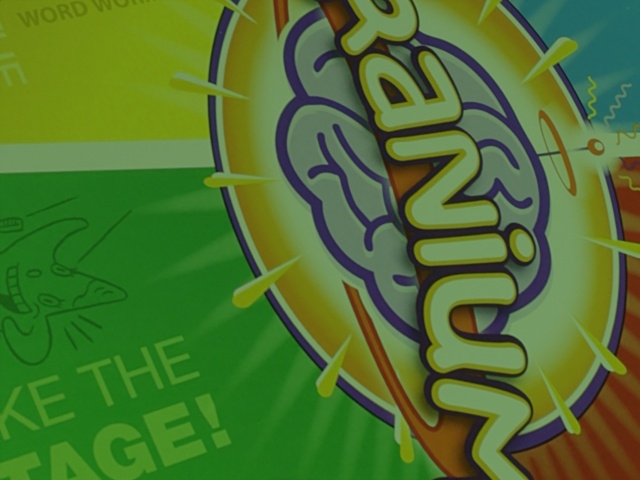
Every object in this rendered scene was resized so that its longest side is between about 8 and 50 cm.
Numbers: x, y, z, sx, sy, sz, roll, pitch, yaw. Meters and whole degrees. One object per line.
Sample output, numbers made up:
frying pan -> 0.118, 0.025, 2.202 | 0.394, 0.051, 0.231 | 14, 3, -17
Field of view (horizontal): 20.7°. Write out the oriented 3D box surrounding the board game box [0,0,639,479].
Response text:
board game box -> 0.000, 0.000, 0.418 | 0.317, 0.064, 0.242 | -17, 72, -29
